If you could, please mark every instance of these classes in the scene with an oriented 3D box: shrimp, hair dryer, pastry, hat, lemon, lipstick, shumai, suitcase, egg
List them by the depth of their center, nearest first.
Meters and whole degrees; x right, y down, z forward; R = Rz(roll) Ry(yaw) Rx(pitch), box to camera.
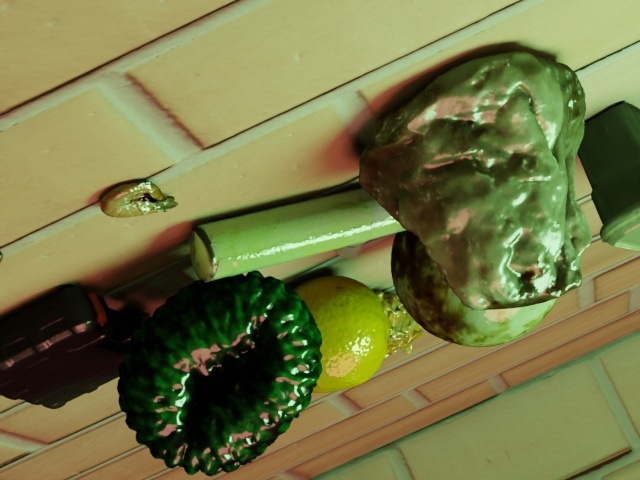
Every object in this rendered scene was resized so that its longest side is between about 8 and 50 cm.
[{"bbox_3d":[-0.198,-0.048,1.590,0.108,0.023,0.059,-7,147,-43],"label":"shrimp"},{"bbox_3d":[0.223,-0.052,1.713,0.309,0.263,0.304,-18,163,-16],"label":"shumai"},{"bbox_3d":[-0.024,-0.014,1.817,0.304,0.076,0.076,-15,160,-28],"label":"lipstick"},{"bbox_3d":[-0.345,0.148,1.891,0.206,0.066,0.285,-27,162,8],"label":"suitcase"},{"bbox_3d":[-0.130,0.162,1.897,0.274,0.242,0.332,-30,-173,-1],"label":"hat"},{"bbox_3d":[0.000,0.000,1.940,0.137,0.047,0.082,-13,161,-14],"label":"hair dryer"},{"bbox_3d":[0.212,0.029,1.981,0.238,0.238,0.289,-16,-175,-21],"label":"egg"},{"bbox_3d":[0.007,0.142,2.137,0.203,0.178,0.178,-10,161,-2],"label":"lemon"},{"bbox_3d":[0.077,0.144,2.340,0.154,0.102,0.250,-29,162,20],"label":"pastry"}]

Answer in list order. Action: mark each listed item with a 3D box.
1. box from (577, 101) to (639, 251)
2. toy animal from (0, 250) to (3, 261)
[{"bbox_3d":[0.463,-0.087,2.041,0.138,0.178,0.274,-32,160,23],"label":"box"},{"bbox_3d":[-0.416,0.118,1.645,0.066,0.224,0.230,25,172,-7],"label":"toy animal"}]
